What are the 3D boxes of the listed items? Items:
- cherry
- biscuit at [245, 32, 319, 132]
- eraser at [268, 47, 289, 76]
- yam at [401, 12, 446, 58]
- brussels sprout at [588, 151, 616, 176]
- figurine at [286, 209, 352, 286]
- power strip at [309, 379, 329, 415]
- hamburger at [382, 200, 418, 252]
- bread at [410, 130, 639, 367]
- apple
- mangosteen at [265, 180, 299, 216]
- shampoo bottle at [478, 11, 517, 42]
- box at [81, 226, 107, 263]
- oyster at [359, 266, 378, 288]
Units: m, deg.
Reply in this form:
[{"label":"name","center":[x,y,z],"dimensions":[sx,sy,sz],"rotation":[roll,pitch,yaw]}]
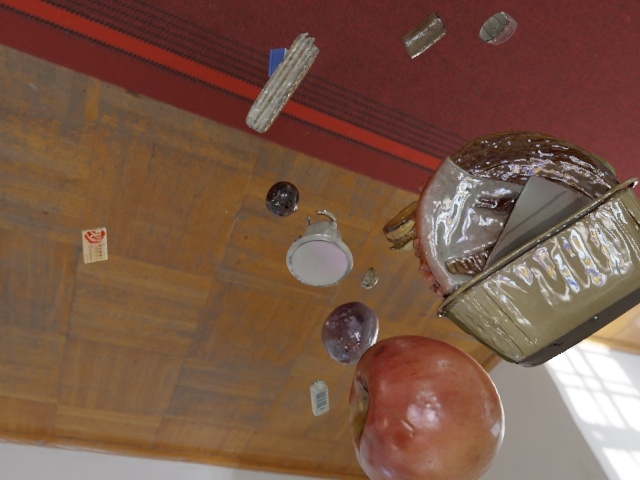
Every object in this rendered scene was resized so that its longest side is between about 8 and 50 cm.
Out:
[{"label":"cherry","center":[0.100,0.311,1.463],"dimensions":[0.183,0.266,0.214],"rotation":[27,89,-11]},{"label":"biscuit","center":[-0.089,-0.356,1.005],"dimensions":[0.061,0.108,0.239],"rotation":[33,96,-12]},{"label":"eraser","center":[-0.135,-0.568,1.396],"dimensions":[0.063,0.027,0.085],"rotation":[9,97,28]},{"label":"yam","center":[0.314,-0.626,1.334],"dimensions":[0.127,0.084,0.084],"rotation":[-33,122,14]},{"label":"brussels sprout","center":[0.593,-0.132,0.990],"dimensions":[0.154,0.155,0.118],"rotation":[-5,145,-2]},{"label":"figurine","center":[0.000,0.000,0.882],"dimensions":[0.132,0.154,0.133],"rotation":[2,126,2]},{"label":"power strip","center":[-0.002,0.443,1.215],"dimensions":[0.047,0.030,0.191],"rotation":[-20,138,-15]},{"label":"hamburger","center":[0.297,-0.046,1.400],"dimensions":[0.181,0.191,0.118],"rotation":[-32,103,26]},{"label":"bread","center":[0.201,-0.003,0.440],"dimensions":[0.224,0.212,0.142],"rotation":[-34,162,3]},{"label":"apple","center":[0.239,0.398,1.006],"dimensions":[0.363,0.364,0.364],"rotation":[-3,126,-4]},{"label":"mangosteen","center":[-0.146,-0.163,1.772],"dimensions":[0.152,0.153,0.153],"rotation":[-3,126,-4]},{"label":"shampoo bottle","center":[0.527,-0.623,1.286],"dimensions":[0.056,0.227,0.086],"rotation":[50,126,3]},{"label":"box","center":[-0.599,0.013,1.157],"dimensions":[0.058,0.015,0.093],"rotation":[-14,123,-42]},{"label":"oyster","center":[0.160,0.120,1.386],"dimensions":[0.051,0.093,0.034],"rotation":[6,136,41]}]
